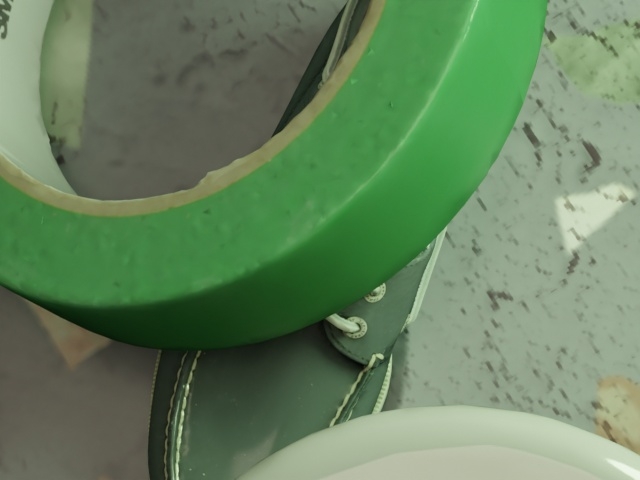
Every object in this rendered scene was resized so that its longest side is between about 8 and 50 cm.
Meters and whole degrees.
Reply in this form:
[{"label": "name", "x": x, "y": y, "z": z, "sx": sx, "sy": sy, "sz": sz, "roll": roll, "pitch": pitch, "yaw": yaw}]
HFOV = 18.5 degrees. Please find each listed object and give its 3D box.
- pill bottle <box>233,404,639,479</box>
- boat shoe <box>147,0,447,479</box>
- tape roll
[{"label": "pill bottle", "x": 0.048, "y": 0.194, "z": 0.745, "sx": 0.224, "sy": 0.392, "sz": 0.224, "roll": 0, "pitch": 78, "yaw": 2}, {"label": "boat shoe", "x": 0.000, "y": 0.000, "z": 0.937, "sx": 0.116, "sy": 0.099, "sz": 0.319, "roll": 25, "pitch": 81, "yaw": 8}, {"label": "tape roll", "x": -0.056, "y": -0.112, "z": 0.914, "sx": 0.321, "sy": 0.077, "sz": 0.321, "roll": -10, "pitch": 67, "yaw": 24}]
